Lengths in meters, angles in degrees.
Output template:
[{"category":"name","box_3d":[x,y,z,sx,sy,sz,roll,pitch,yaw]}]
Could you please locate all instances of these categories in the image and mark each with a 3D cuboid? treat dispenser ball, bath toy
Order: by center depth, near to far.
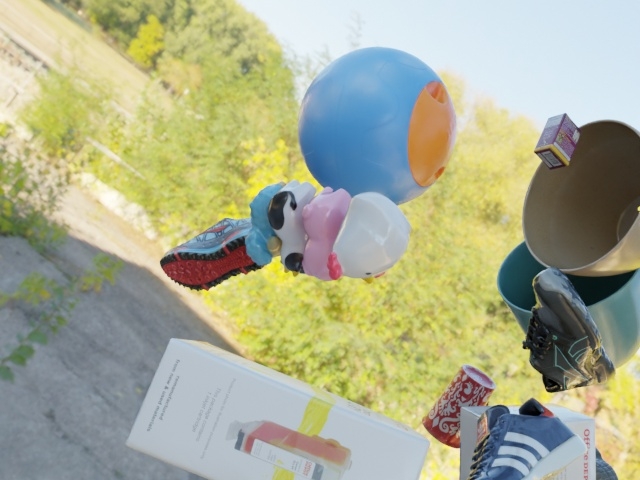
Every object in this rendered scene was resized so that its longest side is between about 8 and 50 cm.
[{"category":"bath toy","box_3d":[0.000,0.000,1.069,0.151,0.129,0.348,51,-19,-23]},{"category":"treat dispenser ball","box_3d":[0.101,-0.201,1.296,0.288,0.288,0.288,39,3,-2]}]

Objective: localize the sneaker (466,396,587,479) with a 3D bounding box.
[{"category":"sneaker","box_3d":[0.288,0.362,1.181,0.349,0.131,0.148,-11,54,-43]}]

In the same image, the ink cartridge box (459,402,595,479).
[{"category":"ink cartridge box","box_3d":[0.435,0.448,1.516,0.232,0.172,0.168,1,1,-14]}]

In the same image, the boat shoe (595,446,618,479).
[{"category":"boat shoe","box_3d":[0.622,0.528,1.631,0.064,0.060,0.178,11,18,-7]}]

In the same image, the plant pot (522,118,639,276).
[{"category":"plant pot","box_3d":[0.541,-0.055,1.309,0.190,0.284,0.284,18,12,-25]}]

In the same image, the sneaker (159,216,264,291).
[{"category":"sneaker","box_3d":[-0.193,0.017,1.420,0.125,0.261,0.104,-74,145,-52]}]

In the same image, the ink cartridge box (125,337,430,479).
[{"category":"ink cartridge box","box_3d":[-0.051,0.290,1.073,0.384,0.161,0.279,21,-9,5]}]

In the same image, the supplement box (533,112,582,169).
[{"category":"supplement box","box_3d":[0.426,-0.178,1.286,0.055,0.083,0.043,40,-25,-22]}]

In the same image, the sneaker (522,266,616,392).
[{"category":"sneaker","box_3d":[0.338,0.142,1.010,0.267,0.106,0.101,53,16,-40]}]

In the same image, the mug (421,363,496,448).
[{"category":"mug","box_3d":[0.336,0.384,1.695,0.113,0.169,0.150,35,17,23]}]

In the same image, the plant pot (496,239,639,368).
[{"category":"plant pot","box_3d":[0.549,0.139,1.506,0.235,0.293,0.293,61,-8,-27]}]
